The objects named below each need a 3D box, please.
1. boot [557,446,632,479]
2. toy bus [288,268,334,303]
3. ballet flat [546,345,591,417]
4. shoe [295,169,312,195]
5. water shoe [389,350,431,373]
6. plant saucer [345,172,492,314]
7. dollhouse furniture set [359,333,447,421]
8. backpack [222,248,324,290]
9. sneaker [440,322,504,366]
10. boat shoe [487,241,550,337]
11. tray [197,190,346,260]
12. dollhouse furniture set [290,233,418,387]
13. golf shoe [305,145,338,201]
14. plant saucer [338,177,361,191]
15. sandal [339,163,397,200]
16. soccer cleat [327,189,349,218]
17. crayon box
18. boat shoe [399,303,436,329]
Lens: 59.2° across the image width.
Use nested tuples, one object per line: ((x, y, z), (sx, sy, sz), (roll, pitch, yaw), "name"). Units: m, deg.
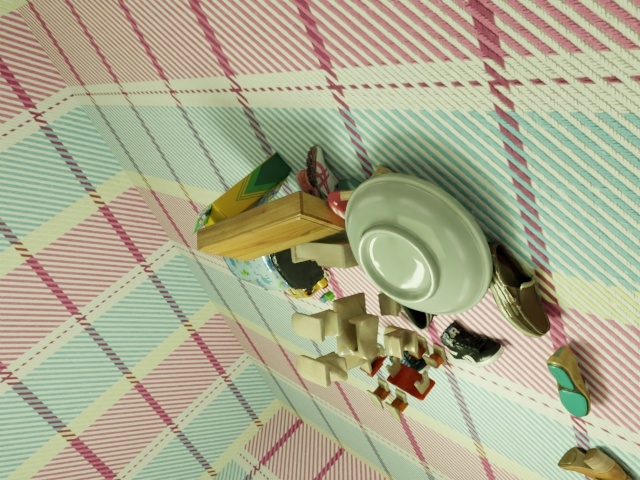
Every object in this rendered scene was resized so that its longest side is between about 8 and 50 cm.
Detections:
((0.775, 0.659, 1.583), (0.152, 0.073, 0.197), (41, 157, 5), "boot")
((-0.054, 0.169, 2.143), (0.191, 0.104, 0.202), (32, 151, 30), "toy bus")
((0.619, 0.345, 1.376), (0.080, 0.073, 0.232), (10, 143, 46), "ballet flat")
((-0.007, -0.135, 1.678), (0.178, 0.063, 0.081), (58, 159, -12), "shoe")
((0.302, 0.422, 1.984), (0.080, 0.073, 0.203), (58, 153, -15), "water shoe")
((0.202, 0.037, 1.338), (0.400, 0.100, 0.400), (27, 139, 27), "plant saucer")
((0.256, 0.441, 1.866), (0.259, 0.262, 0.135), (23, 148, 42), "dollhouse furniture set")
((-0.198, 0.040, 2.055), (0.355, 0.273, 0.290), (32, 154, 53), "backpack")
((0.415, 0.292, 1.608), (0.121, 0.079, 0.217), (49, 156, -6), "sneaker")
((0.449, 0.113, 1.285), (0.257, 0.095, 0.095), (49, 149, -3), "boat shoe")
((-0.146, -0.028, 1.631), (0.411, 0.076, 0.203), (-18, 158, 36), "tray")
((0.066, 0.187, 1.712), (0.256, 0.362, 0.394), (5, 104, 54), "dollhouse furniture set")
((0.007, -0.180, 1.597), (0.067, 0.086, 0.186), (-134, 34, -62), "golf shoe")
((0.102, -0.129, 1.565), (0.119, 0.021, 0.119), (36, 153, 22), "plant saucer")
((0.142, -0.149, 1.403), (0.240, 0.088, 0.079), (-3, 96, 41), "sandal")
((0.125, -0.051, 1.525), (0.248, 0.083, 0.095), (26, 143, 6), "soccer cleat")
((-0.248, -0.119, 1.776), (0.083, 0.323, 0.203), (47, 155, 1), "crayon box")
((0.249, 0.129, 1.548), (0.112, 0.095, 0.335), (4, 145, 38), "boat shoe")
